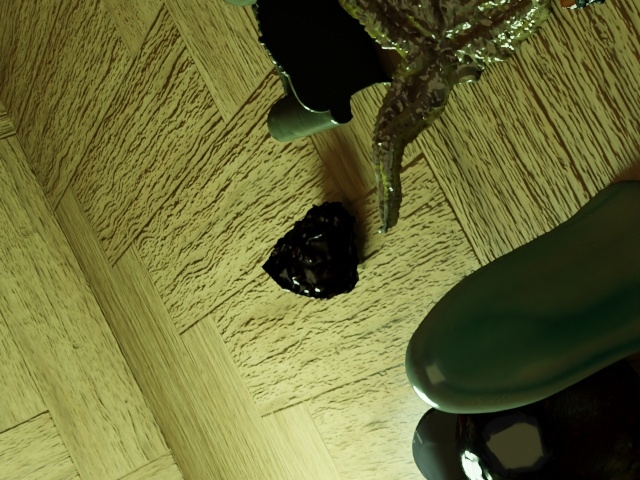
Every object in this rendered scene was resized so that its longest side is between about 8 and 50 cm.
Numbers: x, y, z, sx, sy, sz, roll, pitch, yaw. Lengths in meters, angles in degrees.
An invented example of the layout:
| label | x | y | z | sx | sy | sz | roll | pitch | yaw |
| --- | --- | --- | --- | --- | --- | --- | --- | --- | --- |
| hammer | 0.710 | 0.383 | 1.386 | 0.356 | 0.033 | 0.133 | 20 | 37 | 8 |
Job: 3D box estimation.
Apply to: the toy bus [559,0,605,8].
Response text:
| label | x | y | z | sx | sy | sz | roll | pitch | yaw |
| --- | --- | --- | --- | --- | --- | --- | --- | --- | --- |
| toy bus | 0.274 | -0.254 | 1.028 | 0.110 | 0.031 | 0.043 | -10 | 96 | 62 |

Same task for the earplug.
| label | x | y | z | sx | sy | sz | roll | pitch | yaw |
| --- | --- | --- | --- | --- | --- | --- | --- | --- | --- |
| earplug | 0.225 | 0.079 | 1.062 | 0.185 | 0.324 | 0.185 | 40 | 142 | 40 |

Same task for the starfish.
| label | x | y | z | sx | sy | sz | roll | pitch | yaw |
| --- | --- | --- | --- | --- | --- | --- | --- | --- | --- |
| starfish | 0.104 | -0.251 | 1.198 | 0.383 | 0.132 | 0.398 | 57 | 143 | 0 |

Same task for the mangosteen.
| label | x | y | z | sx | sy | sz | roll | pitch | yaw |
| --- | --- | --- | --- | --- | --- | --- | --- | --- | --- |
| mangosteen | 0.266 | 0.193 | 1.242 | 0.289 | 0.232 | 0.231 | -94 | 4 | -50 |

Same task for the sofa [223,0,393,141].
| label | x | y | z | sx | sy | sz | roll | pitch | yaw |
| --- | --- | --- | --- | --- | --- | --- | --- | --- | --- |
| sofa | -0.045 | -0.267 | 1.413 | 0.200 | 0.182 | 0.258 | -6 | 106 | 62 |

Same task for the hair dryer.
| label | x | y | z | sx | sy | sz | roll | pitch | yaw |
| --- | --- | --- | --- | --- | --- | --- | --- | --- | --- |
| hair dryer | 0.191 | 0.412 | 1.435 | 0.301 | 0.121 | 0.361 | -71 | -22 | -81 |

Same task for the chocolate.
| label | x | y | z | sx | sy | sz | roll | pitch | yaw |
| --- | --- | --- | --- | --- | --- | --- | --- | --- | --- |
| chocolate | 0.000 | 0.000 | 1.633 | 0.156 | 0.156 | 0.133 | 36 | 122 | 44 |
